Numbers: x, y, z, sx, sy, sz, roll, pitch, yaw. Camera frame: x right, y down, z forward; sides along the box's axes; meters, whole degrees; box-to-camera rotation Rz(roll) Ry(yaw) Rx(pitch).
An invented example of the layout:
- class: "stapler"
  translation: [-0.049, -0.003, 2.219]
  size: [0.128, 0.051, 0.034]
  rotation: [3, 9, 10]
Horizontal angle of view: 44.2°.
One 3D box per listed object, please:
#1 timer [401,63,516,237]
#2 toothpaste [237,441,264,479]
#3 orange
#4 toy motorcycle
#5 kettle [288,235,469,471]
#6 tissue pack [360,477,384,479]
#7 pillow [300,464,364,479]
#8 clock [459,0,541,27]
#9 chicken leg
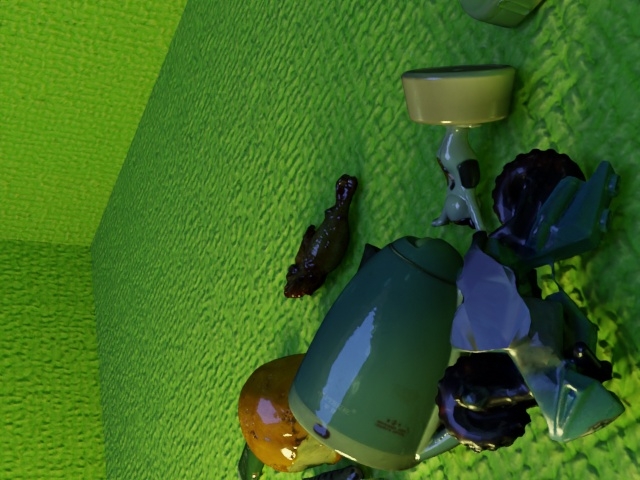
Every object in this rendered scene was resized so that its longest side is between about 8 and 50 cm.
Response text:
- class: "timer"
  translation: [0.220, -0.138, 1.250]
  size: [0.175, 0.175, 0.266]
  rotation: [26, 123, 60]
- class: "toothpaste"
  translation: [-0.130, 0.439, 1.837]
  size: [0.099, 0.061, 0.392]
  rotation: [58, 137, 48]
- class: "orange"
  translation: [-0.041, 0.329, 1.513]
  size: [0.240, 0.240, 0.240]
  rotation: [-20, 67, 59]
- class: "toy motorcycle"
  translation: [0.298, 0.083, 1.018]
  size: [0.232, 0.172, 0.416]
  rotation: [10, 76, 35]
- class: "kettle"
  translation: [0.151, 0.170, 1.240]
  size: [0.319, 0.247, 0.342]
  rotation: [31, 105, 26]
- class: "tissue pack"
  translation: [0.086, 0.494, 1.403]
  size: [0.085, 0.079, 0.111]
  rotation: [-63, 35, 35]
- class: "pillow"
  translation: [0.019, 0.503, 1.553]
  size: [0.241, 0.051, 0.093]
  rotation: [-36, 49, 53]
- class: "clock"
  translation: [0.290, -0.508, 1.217]
  size: [0.235, 0.096, 0.308]
  rotation: [-48, 44, 49]
- class: "chicken leg"
  translation: [0.001, 0.008, 1.671]
  size: [0.322, 0.083, 0.177]
  rotation: [126, 154, -47]
